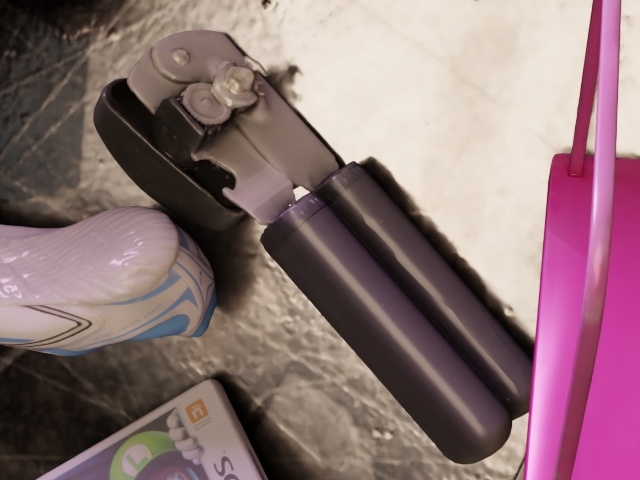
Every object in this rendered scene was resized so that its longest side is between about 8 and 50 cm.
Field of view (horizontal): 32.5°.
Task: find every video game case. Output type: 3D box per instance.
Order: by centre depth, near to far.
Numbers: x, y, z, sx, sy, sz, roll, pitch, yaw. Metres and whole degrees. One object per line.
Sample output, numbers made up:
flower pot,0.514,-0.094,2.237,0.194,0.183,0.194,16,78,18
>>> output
video game case,-0.102,0.196,0.600,0.190,0.022,0.173,-31,66,4

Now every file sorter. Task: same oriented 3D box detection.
file sorter,0.233,0.007,0.403,0.291,0.202,0.182,6,143,10

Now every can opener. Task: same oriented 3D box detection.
can opener,0.000,0.000,0.584,0.280,0.074,0.093,45,140,6

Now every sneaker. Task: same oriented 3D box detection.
sneaker,-0.170,0.030,0.621,0.237,0.085,0.086,-1,138,24

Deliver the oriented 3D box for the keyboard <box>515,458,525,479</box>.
keyboard,0.171,0.060,0.567,0.072,0.014,0.256,24,103,10
